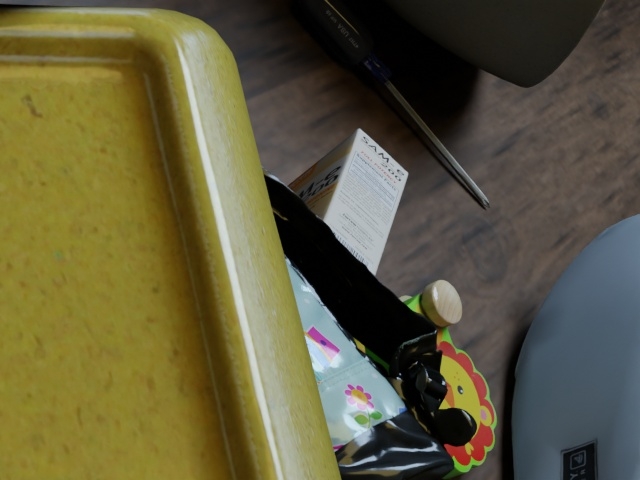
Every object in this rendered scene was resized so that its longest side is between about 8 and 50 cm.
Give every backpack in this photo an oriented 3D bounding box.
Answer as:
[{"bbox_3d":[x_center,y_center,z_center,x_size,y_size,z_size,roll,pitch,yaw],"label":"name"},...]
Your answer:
[{"bbox_3d":[-0.055,0.044,0.547,0.182,0.152,0.115,54,38,9],"label":"backpack"}]

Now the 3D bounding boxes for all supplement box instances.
[{"bbox_3d":[0.000,0.000,0.713,0.036,0.062,0.098,42,36,-16],"label":"supplement box"}]

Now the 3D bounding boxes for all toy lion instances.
[{"bbox_3d":[0.047,0.069,0.743,0.100,0.034,0.096,1,68,-50],"label":"toy lion"}]

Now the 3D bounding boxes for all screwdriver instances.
[{"bbox_3d":[0.048,-0.083,0.878,0.170,0.024,0.025,44,64,-18],"label":"screwdriver"}]

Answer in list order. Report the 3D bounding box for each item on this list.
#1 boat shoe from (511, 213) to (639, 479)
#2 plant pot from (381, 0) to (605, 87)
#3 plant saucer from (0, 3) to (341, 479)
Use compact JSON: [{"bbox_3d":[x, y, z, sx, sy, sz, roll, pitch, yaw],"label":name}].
[{"bbox_3d":[0.169,0.124,0.770,0.105,0.113,0.306,41,39,-30],"label":"boat shoe"},{"bbox_3d":[0.080,-0.253,0.875,0.190,0.284,0.284,19,43,-8],"label":"plant pot"},{"bbox_3d":[-0.134,0.056,0.381,0.332,0.081,0.333,-3,61,-24],"label":"plant saucer"}]
